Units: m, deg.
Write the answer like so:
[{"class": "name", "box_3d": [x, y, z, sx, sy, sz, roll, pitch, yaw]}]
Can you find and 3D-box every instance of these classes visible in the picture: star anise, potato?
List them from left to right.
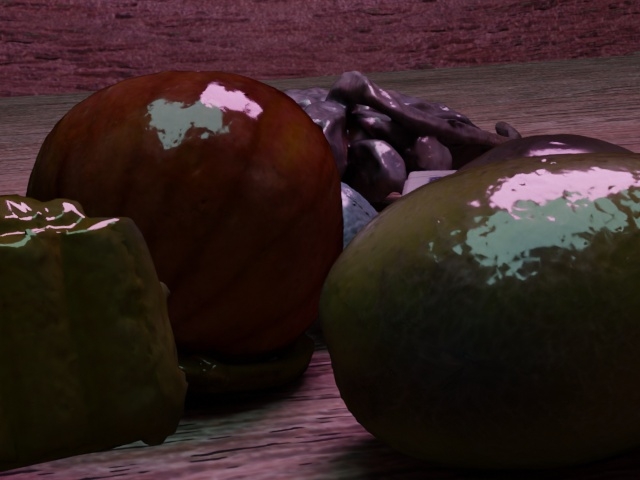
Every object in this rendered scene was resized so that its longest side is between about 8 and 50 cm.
[{"class": "star anise", "box_3d": [0.025, -0.099, 1.378, 0.316, 0.139, 0.359, 7, 14, 12]}, {"class": "potato", "box_3d": [0.127, 0.032, 0.705, 0.251, 0.159, 0.174, -14, 38, 1]}]

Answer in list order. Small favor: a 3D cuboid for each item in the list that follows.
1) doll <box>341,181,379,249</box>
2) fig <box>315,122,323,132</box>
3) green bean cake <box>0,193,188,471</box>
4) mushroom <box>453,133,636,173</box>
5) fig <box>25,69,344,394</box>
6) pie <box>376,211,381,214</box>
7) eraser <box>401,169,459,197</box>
[{"class": "doll", "box_3d": [-0.004, 0.002, 0.989, 0.075, 0.120, 0.180, -24, 10, -11]}, {"class": "fig", "box_3d": [-0.088, -0.040, 1.123, 0.259, 0.151, 0.151, -5, 11, -34]}, {"class": "green bean cake", "box_3d": [-0.209, 0.046, 0.692, 0.233, 0.124, 0.236, -9, 5, -38]}, {"class": "mushroom", "box_3d": [0.150, -0.009, 0.936, 0.188, 0.117, 0.141, -4, 19, 15]}, {"class": "fig", "box_3d": [-0.077, 0.002, 0.839, 0.205, 0.205, 0.205, -2, 12, 0]}, {"class": "pie", "box_3d": [-0.034, 0.011, 1.116, 0.191, 0.033, 0.088, -17, 10, -33]}, {"class": "eraser", "box_3d": [0.124, -0.014, 1.123, 0.125, 0.068, 0.210, -3, 11, 6]}]
